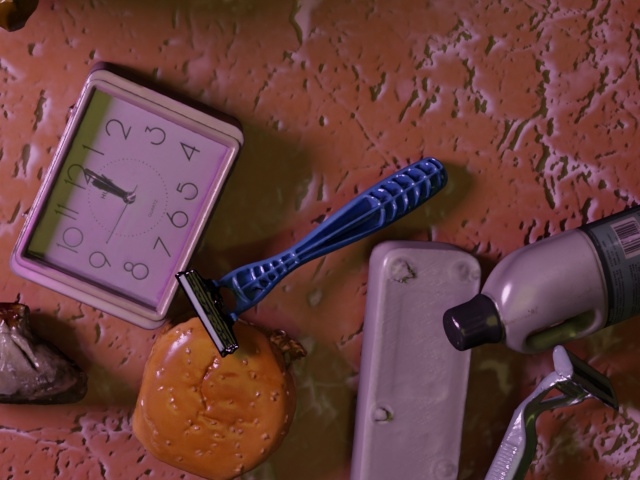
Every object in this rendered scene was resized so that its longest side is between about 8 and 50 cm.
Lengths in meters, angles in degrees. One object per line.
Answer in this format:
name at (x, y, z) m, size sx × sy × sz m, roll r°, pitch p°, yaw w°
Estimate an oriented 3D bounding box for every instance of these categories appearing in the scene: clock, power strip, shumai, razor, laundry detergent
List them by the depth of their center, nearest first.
clock at (-0.165, -0.038, 1.352) m, size 0.147 × 0.071 × 0.192 m, roll 24°, pitch 98°, yaw -9°
razor at (0.000, 0.000, 1.363) m, size 0.253 × 0.042 × 0.082 m, roll -32°, pitch 92°, yaw -13°
shumai at (-0.261, 0.096, 1.365) m, size 0.123 × 0.099 × 0.087 m, roll 7°, pitch 78°, yaw -29°
laundry detergent at (0.210, 0.042, 1.371) m, size 0.225 × 0.070 × 0.099 m, roll -21°, pitch 124°, yaw -17°
razor at (0.160, 0.225, 1.406) m, size 0.278 × 0.056 × 0.111 m, roll -59°, pitch 143°, yaw -1°
power strip at (0.074, 0.192, 1.417) m, size 0.091 × 0.062 × 0.385 m, roll 3°, pitch 100°, yaw -12°

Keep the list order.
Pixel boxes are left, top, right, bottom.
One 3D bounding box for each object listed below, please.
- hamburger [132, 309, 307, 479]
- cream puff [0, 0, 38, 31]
hamburger at (-0.088, 0.134, 1.385) m, size 0.138 × 0.083 × 0.147 m, roll 20°, pitch 102°, yaw -8°
cream puff at (-0.233, -0.322, 1.156) m, size 0.378 × 0.275 × 0.378 m, roll -15°, pitch 128°, yaw -20°
